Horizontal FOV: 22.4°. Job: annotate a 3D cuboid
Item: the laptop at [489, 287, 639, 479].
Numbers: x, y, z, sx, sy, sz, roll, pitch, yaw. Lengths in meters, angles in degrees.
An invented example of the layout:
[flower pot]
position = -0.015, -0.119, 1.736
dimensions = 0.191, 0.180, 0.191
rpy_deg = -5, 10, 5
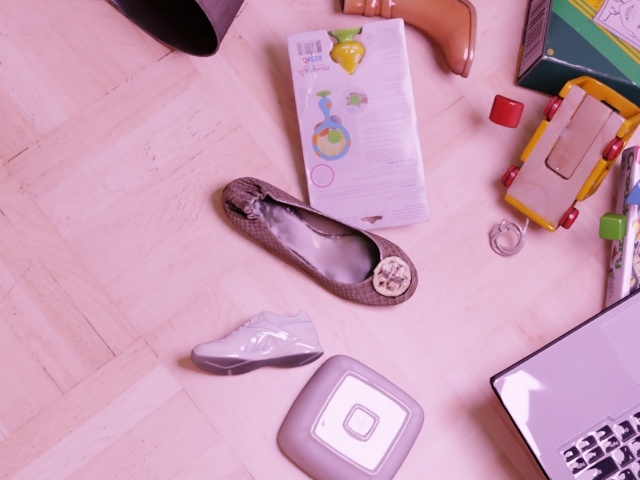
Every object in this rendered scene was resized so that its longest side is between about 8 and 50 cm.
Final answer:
[laptop]
position = 0.469, 0.210, 1.714
dimensions = 0.382, 0.236, 0.408
rpy_deg = -28, 82, -20

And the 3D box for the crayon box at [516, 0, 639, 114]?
[crayon box]
position = 0.430, -0.331, 2.018
dimensions = 0.313, 0.106, 0.363
rpy_deg = 14, 72, -10

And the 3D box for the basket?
[basket]
position = -0.134, -0.358, 1.868
dimensions = 0.204, 0.154, 0.227
rpy_deg = 39, 66, -2

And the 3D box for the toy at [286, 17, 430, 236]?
[toy]
position = 0.045, -0.132, 1.884
dimensions = 0.136, 0.056, 0.237
rpy_deg = -8, 98, 2

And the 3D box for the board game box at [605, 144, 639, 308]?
[board game box]
position = 0.440, 0.053, 1.918
dimensions = 0.193, 0.053, 0.305
rpy_deg = 8, 83, -11

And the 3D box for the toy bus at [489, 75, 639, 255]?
[toy bus]
position = 0.296, -0.094, 1.909
dimensions = 0.104, 0.202, 0.191
rpy_deg = -24, 103, -60

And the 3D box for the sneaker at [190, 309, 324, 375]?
[sneaker]
position = -0.075, 0.114, 1.805
dimensions = 0.152, 0.054, 0.061
rpy_deg = -5, 67, -21

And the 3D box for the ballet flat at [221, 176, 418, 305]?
[ballet flat]
position = 0.000, 0.000, 1.840
dimensions = 0.250, 0.058, 0.084
rpy_deg = 30, 82, -4

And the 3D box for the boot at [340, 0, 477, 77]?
[boot]
position = 0.101, -0.279, 1.944
dimensions = 0.152, 0.073, 0.197
rpy_deg = -5, 64, -16

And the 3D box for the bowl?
[bowl]
position = 0.039, 0.208, 1.802
dimensions = 0.142, 0.053, 0.142
rpy_deg = 34, 71, -2
